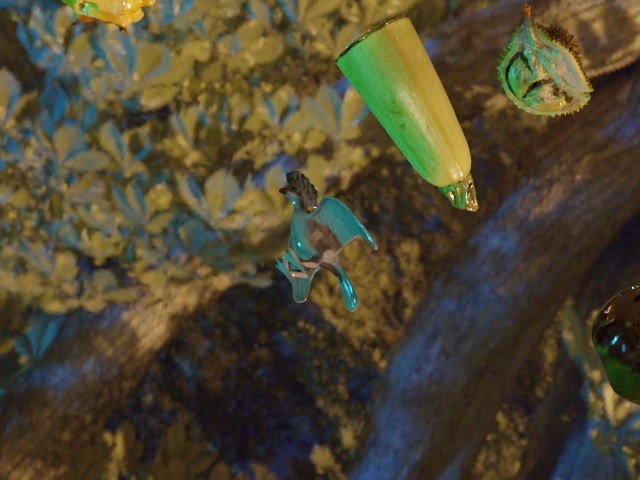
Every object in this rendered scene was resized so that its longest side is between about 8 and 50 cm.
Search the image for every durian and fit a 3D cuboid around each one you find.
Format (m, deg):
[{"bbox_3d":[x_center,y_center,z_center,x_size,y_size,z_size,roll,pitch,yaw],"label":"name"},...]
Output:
[{"bbox_3d":[0.365,-0.304,1.912,0.146,0.208,0.102,-17,-150,18],"label":"durian"}]

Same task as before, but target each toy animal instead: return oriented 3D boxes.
[{"bbox_3d":[0.000,0.000,1.979,0.255,0.239,0.176,49,-128,-3],"label":"toy animal"}]

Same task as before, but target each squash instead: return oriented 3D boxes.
[{"bbox_3d":[0.108,-0.126,1.218,0.224,0.094,0.094,59,-152,-4],"label":"squash"}]

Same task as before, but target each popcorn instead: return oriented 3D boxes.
[{"bbox_3d":[-0.322,-0.386,1.708,0.148,0.152,0.167,-1,-173,-23],"label":"popcorn"}]

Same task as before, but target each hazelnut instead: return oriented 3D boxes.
[{"bbox_3d":[0.564,0.174,1.875,0.218,0.218,0.234,35,176,31],"label":"hazelnut"}]
